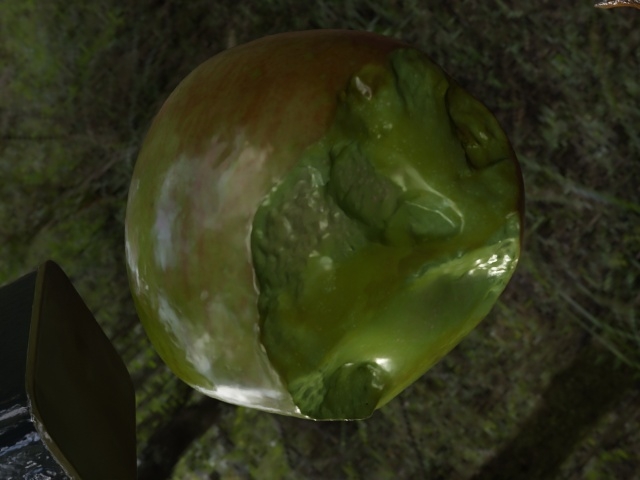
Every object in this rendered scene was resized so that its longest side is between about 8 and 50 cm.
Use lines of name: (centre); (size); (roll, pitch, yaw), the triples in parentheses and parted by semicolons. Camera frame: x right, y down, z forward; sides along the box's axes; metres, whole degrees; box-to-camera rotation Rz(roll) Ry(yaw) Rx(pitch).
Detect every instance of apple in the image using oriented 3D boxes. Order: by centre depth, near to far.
apple: (0.000, 0.000, 0.687); (0.246, 0.226, 0.246); (17, 169, 3)

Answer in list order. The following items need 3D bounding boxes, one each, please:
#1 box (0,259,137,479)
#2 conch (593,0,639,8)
box: (-0.202, 0.124, 0.780); (0.201, 0.090, 0.144); (-107, -7, -58)
conch: (0.356, -0.247, 1.029); (0.080, 0.086, 0.233); (29, 150, -17)
